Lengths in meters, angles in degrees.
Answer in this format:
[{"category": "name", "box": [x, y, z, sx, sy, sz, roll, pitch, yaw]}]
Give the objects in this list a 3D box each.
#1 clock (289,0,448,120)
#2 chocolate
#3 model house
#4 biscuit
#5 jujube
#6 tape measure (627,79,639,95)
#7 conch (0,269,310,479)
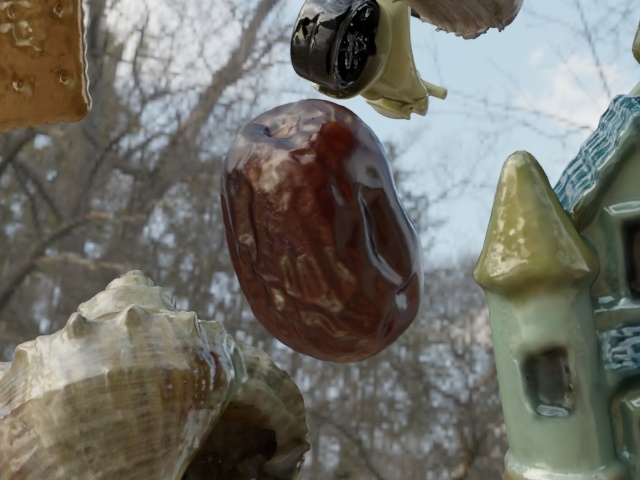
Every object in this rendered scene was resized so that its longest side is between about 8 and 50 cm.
[{"category": "clock", "box": [0.102, -0.280, 1.420, 0.120, 0.379, 0.276, 26, -17, 24]}, {"category": "chocolate", "box": [0.072, -0.248, 1.040, 0.185, 0.100, 0.303, 40, 5, -11]}, {"category": "model house", "box": [0.208, 0.003, 0.664, 0.267, 0.325, 0.194, -8, 7, 10]}, {"category": "biscuit", "box": [-0.267, -0.213, 1.091, 0.160, 0.250, 0.030, -12, 19, -36]}, {"category": "jujube", "box": [0.000, 0.000, 1.191, 0.183, 0.183, 0.243, -7, -54, 23]}, {"category": "tape measure", "box": [0.462, -0.108, 1.672, 0.115, 0.207, 0.235, -8, -32, -34]}, {"category": "conch", "box": [-0.086, 0.137, 0.668, 0.178, 0.245, 0.163, 5, -24, -16]}]
